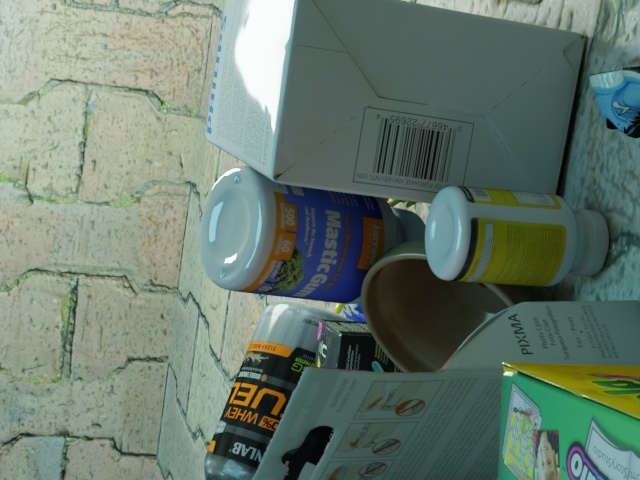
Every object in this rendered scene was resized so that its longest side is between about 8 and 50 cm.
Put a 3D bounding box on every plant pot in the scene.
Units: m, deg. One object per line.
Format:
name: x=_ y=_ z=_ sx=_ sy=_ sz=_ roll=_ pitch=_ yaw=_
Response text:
plant pot: x=0.176 y=0.078 z=1.568 sx=0.110 sy=0.237 sz=0.237 roll=-48 pitch=-8 yaw=-37

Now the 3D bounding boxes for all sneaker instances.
sneaker: x=0.330 y=-0.141 z=1.328 sx=0.162 sy=0.063 sz=0.073 roll=-166 pitch=67 yaw=-79

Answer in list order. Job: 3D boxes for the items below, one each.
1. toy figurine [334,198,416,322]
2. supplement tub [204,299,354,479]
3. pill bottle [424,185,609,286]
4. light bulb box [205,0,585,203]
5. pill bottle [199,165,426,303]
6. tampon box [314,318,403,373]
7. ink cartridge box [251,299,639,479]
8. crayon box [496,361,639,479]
toy figurine: x=0.090 y=0.044 z=1.958 sx=0.217 sy=0.191 sz=0.362 roll=66 pitch=162 yaw=-8
supplement tub: x=-0.044 y=0.276 z=1.956 sx=0.338 sy=0.207 sz=0.207 roll=-69 pitch=14 yaw=-15
pill bottle: x=0.214 y=-0.003 z=1.422 sx=0.103 sy=0.184 sz=0.103 roll=-176 pitch=90 yaw=-72
light bulb box: x=0.073 y=-0.185 z=1.619 sx=0.361 sy=0.357 sz=0.225 roll=-145 pitch=64 yaw=-70
pill bottle: x=0.000 y=0.000 z=1.628 sx=0.152 sy=0.272 sz=0.152 roll=-15 pitch=71 yaw=53
tampon box: x=0.080 y=0.181 z=1.832 sx=0.101 sy=0.161 sz=0.121 roll=-153 pitch=69 yaw=-71
ink cartridge box: x=0.117 y=0.186 z=1.352 sx=0.308 sy=0.384 sz=0.091 roll=114 pitch=151 yaw=-46
crayon box: x=0.329 y=0.156 z=0.827 sx=0.363 sy=0.313 sz=0.106 roll=-165 pitch=80 yaw=-72
